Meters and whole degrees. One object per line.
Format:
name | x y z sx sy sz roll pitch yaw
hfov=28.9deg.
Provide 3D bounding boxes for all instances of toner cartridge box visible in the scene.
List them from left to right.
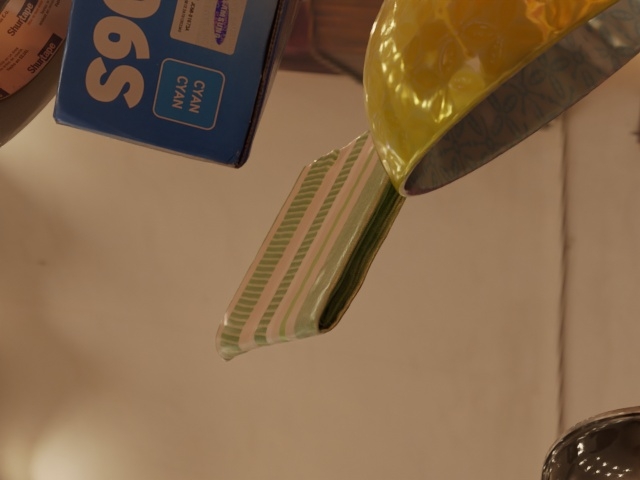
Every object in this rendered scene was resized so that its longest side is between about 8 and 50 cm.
toner cartridge box | -0.028 -0.178 0.563 0.348 0.075 0.165 -79 3 -63

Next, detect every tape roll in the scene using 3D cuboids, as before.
tape roll | -0.210 -0.154 0.790 0.219 0.072 0.219 -55 -6 -9

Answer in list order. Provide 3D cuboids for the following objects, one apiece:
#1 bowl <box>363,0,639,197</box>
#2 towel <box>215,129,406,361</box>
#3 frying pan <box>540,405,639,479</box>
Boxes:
bowl | 0.134 -0.177 0.925 0.156 0.289 0.289 55 -161 10
towel | 0.000 0.000 1.178 0.248 0.038 0.325 -61 14 -19
frying pan | 0.154 0.167 0.672 0.197 0.326 0.053 56 -134 -27
